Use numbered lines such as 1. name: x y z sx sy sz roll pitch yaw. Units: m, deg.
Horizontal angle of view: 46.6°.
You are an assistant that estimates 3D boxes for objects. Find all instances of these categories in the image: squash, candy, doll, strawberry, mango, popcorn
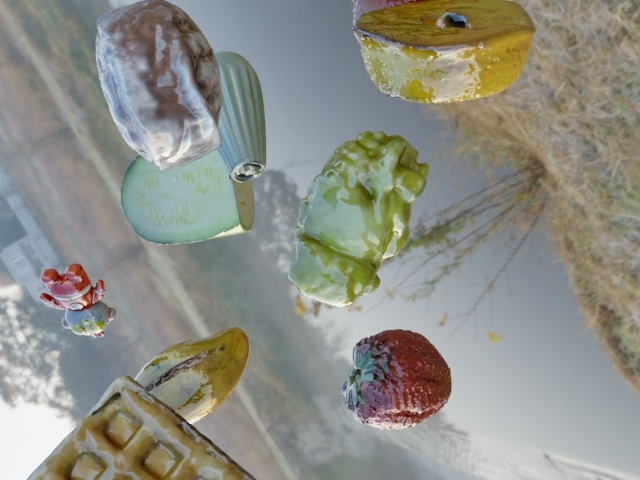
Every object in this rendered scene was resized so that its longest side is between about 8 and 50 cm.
1. squash: -0.318 -0.110 1.635 0.210 0.308 0.234 -48 -51 -82
2. candy: -0.209 -0.210 0.990 0.289 0.157 0.214 -126 13 -65
3. doll: -0.530 0.144 1.643 0.245 0.142 0.076 80 180 -45
4. strawberry: 0.213 0.375 1.954 0.239 0.288 0.250 -101 32 -54
5. mango: -0.277 0.287 1.535 0.120 0.295 0.177 43 -167 -46
6. popcorn: 0.061 -0.035 1.193 0.173 0.286 0.225 24 180 9

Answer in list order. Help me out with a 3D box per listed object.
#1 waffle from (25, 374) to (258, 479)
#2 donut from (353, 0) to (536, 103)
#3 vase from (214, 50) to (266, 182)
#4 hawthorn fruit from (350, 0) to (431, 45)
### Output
1. waffle: -0.122 0.294 0.633 0.308 0.213 0.091 36 155 10
2. donut: 0.197 -0.306 1.184 0.303 0.302 0.110 39 142 52
3. vase: -0.158 -0.224 1.365 0.128 0.128 0.248 89 166 -63
4. hawthorn fruit: 0.203 -0.466 1.405 0.300 0.254 0.254 -5 119 45
